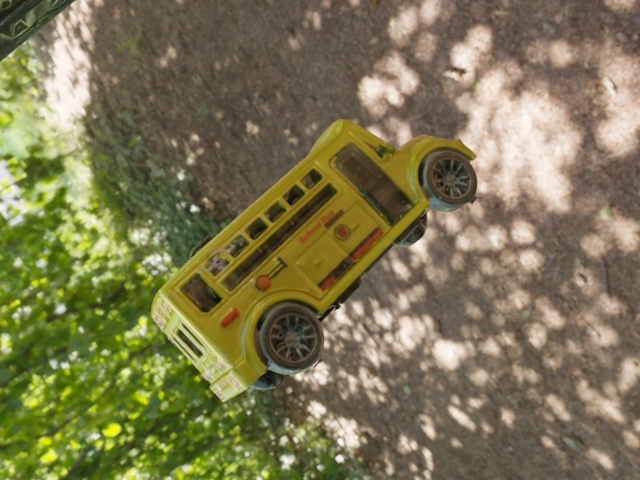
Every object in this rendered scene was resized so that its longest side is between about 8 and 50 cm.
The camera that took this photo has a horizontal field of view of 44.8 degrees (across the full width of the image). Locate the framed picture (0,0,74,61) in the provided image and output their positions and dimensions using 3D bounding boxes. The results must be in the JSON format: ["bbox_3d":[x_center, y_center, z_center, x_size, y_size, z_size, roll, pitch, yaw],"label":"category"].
[{"bbox_3d":[-0.184,-0.155,0.309,0.014,0.252,0.197,41,170,45],"label":"framed picture"}]

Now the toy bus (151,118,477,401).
[{"bbox_3d":[0.000,0.000,0.749,0.152,0.330,0.144,46,157,1],"label":"toy bus"}]
